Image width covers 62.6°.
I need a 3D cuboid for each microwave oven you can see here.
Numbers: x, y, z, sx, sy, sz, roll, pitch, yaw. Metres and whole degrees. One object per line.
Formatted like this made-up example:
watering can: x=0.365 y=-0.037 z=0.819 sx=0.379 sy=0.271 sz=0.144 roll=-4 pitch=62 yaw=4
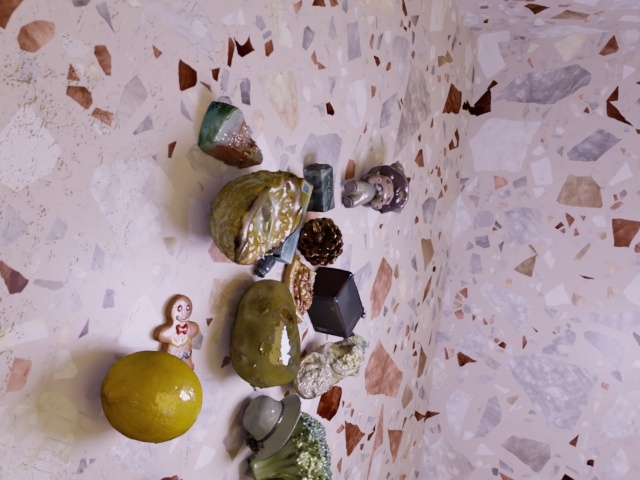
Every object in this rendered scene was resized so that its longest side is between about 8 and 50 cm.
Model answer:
microwave oven: x=0.059 y=0.248 z=2.149 sx=0.188 sy=0.178 sz=0.247 roll=-49 pitch=135 yaw=-38

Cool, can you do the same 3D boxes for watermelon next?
watermelon: x=-0.265 y=-0.299 z=1.631 sx=0.241 sy=0.094 sz=0.154 roll=41 pitch=69 yaw=-55

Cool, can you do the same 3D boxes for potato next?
potato: x=-0.183 y=0.311 z=1.751 sx=0.270 sy=0.219 sz=0.359 roll=-15 pitch=102 yaw=-66

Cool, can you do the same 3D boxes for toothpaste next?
toothpaste: x=-0.107 y=-0.073 z=1.923 sx=0.089 sy=0.071 sz=0.313 roll=35 pitch=66 yaw=-57

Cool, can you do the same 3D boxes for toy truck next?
toy truck: x=0.136 y=0.512 z=2.406 sx=0.116 sy=0.085 sz=0.191 roll=48 pitch=53 yaw=-39

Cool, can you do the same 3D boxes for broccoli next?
broccoli: x=-0.091 y=0.807 z=1.939 sx=0.277 sy=0.317 sz=0.338 roll=64 pitch=4 yaw=25

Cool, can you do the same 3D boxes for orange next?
orange: x=-0.209 y=-0.092 z=1.621 sx=0.369 sy=0.210 sz=0.271 roll=-32 pitch=146 yaw=-49

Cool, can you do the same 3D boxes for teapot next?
teapot: x=-0.197 y=0.090 z=1.844 sx=0.049 sy=0.063 sz=0.083 roll=44 pitch=61 yaw=-14

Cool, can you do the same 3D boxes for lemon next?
lemon: x=-0.431 y=0.402 z=1.361 sx=0.263 sy=0.236 sz=0.236 roll=82 pitch=31 yaw=-52

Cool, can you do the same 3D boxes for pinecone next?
pinecone: x=0.002 y=-0.001 z=1.977 sx=0.168 sy=0.185 sz=0.212 roll=-35 pitch=165 yaw=-18

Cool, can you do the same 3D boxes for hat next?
hat: x=-0.196 y=0.617 z=1.838 sx=0.130 sy=0.257 sz=0.257 roll=40 pitch=56 yaw=-14

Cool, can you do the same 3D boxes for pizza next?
pizza: x=-0.080 y=0.180 z=1.996 sx=0.134 sy=0.056 sz=0.271 roll=8 pitch=86 yaw=-27

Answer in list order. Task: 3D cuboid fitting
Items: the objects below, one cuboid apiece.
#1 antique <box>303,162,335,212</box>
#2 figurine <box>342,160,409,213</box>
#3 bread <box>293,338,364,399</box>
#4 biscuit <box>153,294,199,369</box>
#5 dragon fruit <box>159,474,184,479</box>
antique: x=-0.004 y=-0.207 z=2.041 sx=0.088 sy=0.086 sz=0.183 roll=-28 pitch=119 yaw=-53
figurine: x=0.251 y=-0.222 z=2.359 sx=0.380 sy=0.203 sz=0.248 roll=-14 pitch=101 yaw=-44
bread: x=0.020 y=0.514 z=2.120 sx=0.314 sy=0.171 sz=0.192 roll=-29 pitch=166 yaw=-20
biscuit: x=-0.416 y=0.284 z=1.541 sx=0.165 sy=0.036 sz=0.250 roll=6 pitch=91 yaw=-59
dragon fruit: x=-0.436 y=0.792 z=1.462 sx=0.227 sy=0.224 sz=0.224 roll=-50 pitch=135 yaw=-43
